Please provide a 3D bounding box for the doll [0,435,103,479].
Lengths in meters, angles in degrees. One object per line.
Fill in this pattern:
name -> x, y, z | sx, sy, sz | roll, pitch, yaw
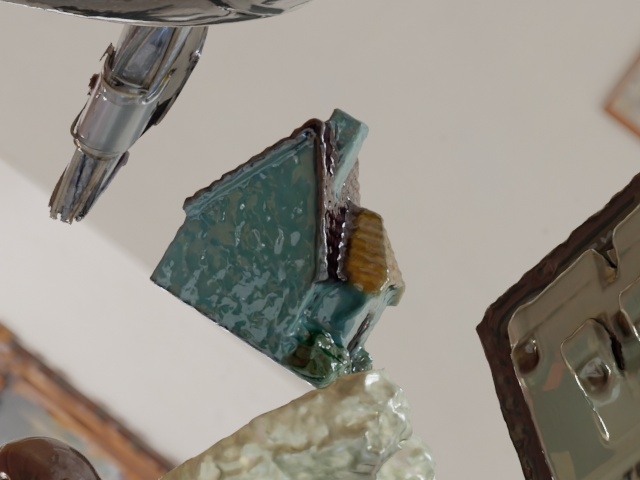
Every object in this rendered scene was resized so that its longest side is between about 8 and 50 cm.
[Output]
doll -> -0.219, 0.242, 1.458 | 0.096, 0.145, 0.188 | -27, 141, -33

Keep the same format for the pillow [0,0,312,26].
pillow -> 0.021, -0.149, 0.552 | 0.250, 0.106, 0.186 | -31, 179, 18

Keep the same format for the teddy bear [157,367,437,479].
teddy bear -> -0.038, 0.343, 1.267 | 0.375, 0.362, 0.327 | -24, 152, 0

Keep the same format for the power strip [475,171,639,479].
power strip -> 0.192, 0.085, 1.090 | 0.092, 0.251, 0.257 | 4, 142, -40

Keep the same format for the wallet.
wallet -> -0.137, -0.127, 1.378 | 0.170, 0.069, 0.231 | -77, -168, -56

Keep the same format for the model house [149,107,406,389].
model house -> 0.000, 0.000, 1.856 | 0.249, 0.230, 0.280 | -57, 170, 1
